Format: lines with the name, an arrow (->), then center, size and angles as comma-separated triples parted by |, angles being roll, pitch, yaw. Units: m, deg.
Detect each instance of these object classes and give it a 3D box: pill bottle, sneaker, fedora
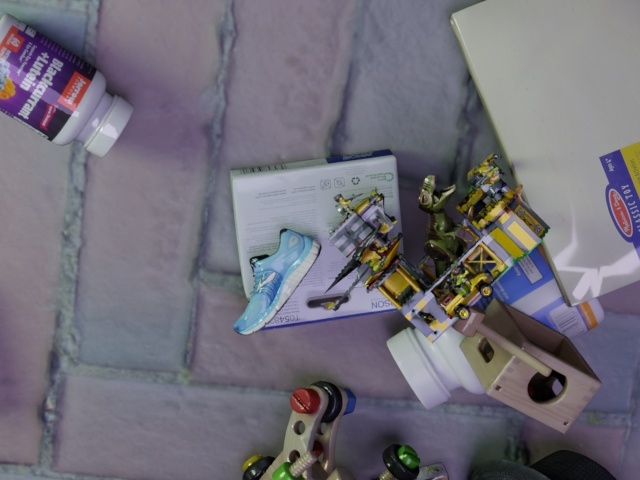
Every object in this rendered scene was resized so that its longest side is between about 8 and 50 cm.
pill bottle -> 0.232, 0.113, 1.771 | 0.272, 0.152, 0.152 | -32, 110, 4
sneaker -> -0.068, 0.052, 1.717 | 0.073, 0.063, 0.162 | 36, 98, 0
pill bottle -> -0.333, -0.185, 1.611 | 0.193, 0.108, 0.108 | 32, 102, -17
fedora -> 0.365, 0.422, 1.871 | 0.152, 0.334, 0.334 | -36, 113, -27

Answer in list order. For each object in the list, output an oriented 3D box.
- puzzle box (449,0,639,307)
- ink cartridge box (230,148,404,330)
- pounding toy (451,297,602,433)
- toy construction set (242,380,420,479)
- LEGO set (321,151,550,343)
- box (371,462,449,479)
puzzle box -> 0.364, -0.148, 1.671 | 0.272, 0.052, 0.408 | -21, 88, -1
ink cartridge box -> 0.000, 0.000, 1.755 | 0.223, 0.045, 0.223 | -7, 110, -6
pounding toy -> 0.231, 0.153, 1.603 | 0.206, 0.181, 0.094 | 28, 106, -21
toy construction set -> -0.019, 0.361, 1.754 | 0.237, 0.309, 0.257 | -44, 84, 19
LEGO set -> 0.123, -0.022, 1.592 | 0.192, 0.331, 0.255 | 45, 103, -4
box -> 0.148, 0.438, 1.933 | 0.114, 0.036, 0.207 | -13, 110, -3
